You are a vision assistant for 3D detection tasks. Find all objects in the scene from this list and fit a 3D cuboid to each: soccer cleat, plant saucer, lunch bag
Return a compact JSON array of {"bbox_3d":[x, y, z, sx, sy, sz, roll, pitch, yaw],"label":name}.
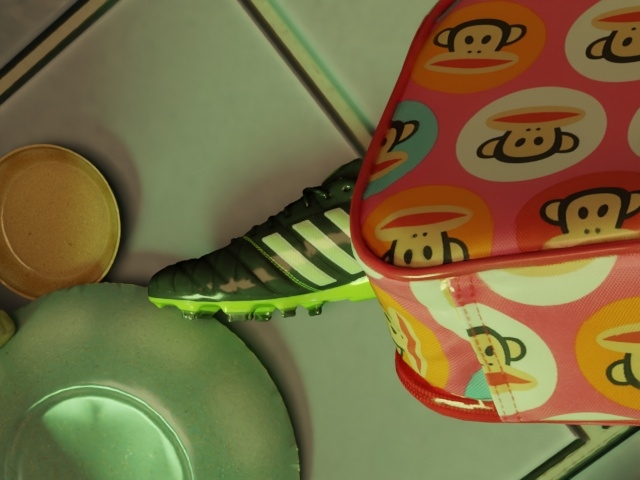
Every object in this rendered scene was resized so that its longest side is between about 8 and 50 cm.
[{"bbox_3d":[0.000,0.000,0.954,0.179,0.060,0.072,-8,86,10],"label":"soccer cleat"},{"bbox_3d":[-0.109,0.120,0.998,0.195,0.037,0.195,3,103,14],"label":"plant saucer"},{"bbox_3d":[0.173,-0.046,0.813,0.293,0.258,0.120,-1,134,22],"label":"lunch bag"},{"bbox_3d":[-0.141,-0.010,1.009,0.083,0.015,0.083,2,98,16],"label":"plant saucer"}]

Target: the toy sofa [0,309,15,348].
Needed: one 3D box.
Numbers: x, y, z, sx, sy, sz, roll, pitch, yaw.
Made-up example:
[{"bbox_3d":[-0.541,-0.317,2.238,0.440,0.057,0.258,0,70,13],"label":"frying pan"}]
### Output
[{"bbox_3d":[-0.341,-0.030,0.965,0.150,0.177,0.362,-42,81,18],"label":"toy sofa"}]
